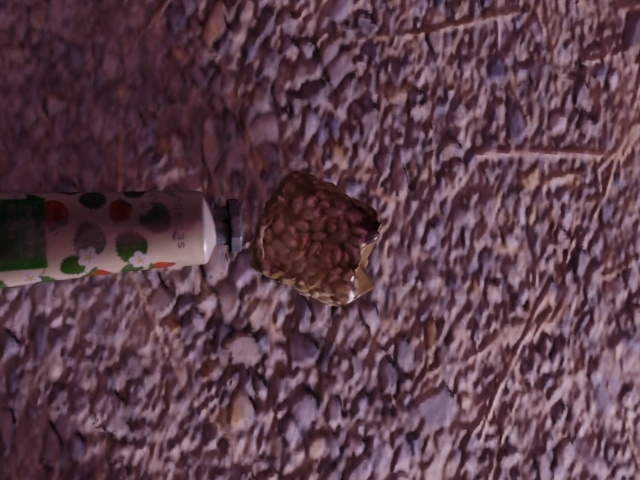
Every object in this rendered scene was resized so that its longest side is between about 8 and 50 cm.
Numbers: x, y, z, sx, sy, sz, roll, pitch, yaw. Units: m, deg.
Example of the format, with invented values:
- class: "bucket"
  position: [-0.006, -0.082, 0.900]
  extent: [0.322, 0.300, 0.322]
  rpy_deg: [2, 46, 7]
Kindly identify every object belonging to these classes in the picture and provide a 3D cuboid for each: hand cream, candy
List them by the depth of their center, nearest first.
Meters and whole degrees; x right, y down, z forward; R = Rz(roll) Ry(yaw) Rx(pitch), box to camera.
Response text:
- class: "hand cream"
  position: [-0.201, -0.004, 1.062]
  extent: [0.276, 0.059, 0.095]
  rpy_deg: [-4, 82, -7]
- class: "candy"
  position: [0.000, 0.000, 1.085]
  extent: [0.110, 0.085, 0.095]
  rpy_deg: [20, 86, 2]
